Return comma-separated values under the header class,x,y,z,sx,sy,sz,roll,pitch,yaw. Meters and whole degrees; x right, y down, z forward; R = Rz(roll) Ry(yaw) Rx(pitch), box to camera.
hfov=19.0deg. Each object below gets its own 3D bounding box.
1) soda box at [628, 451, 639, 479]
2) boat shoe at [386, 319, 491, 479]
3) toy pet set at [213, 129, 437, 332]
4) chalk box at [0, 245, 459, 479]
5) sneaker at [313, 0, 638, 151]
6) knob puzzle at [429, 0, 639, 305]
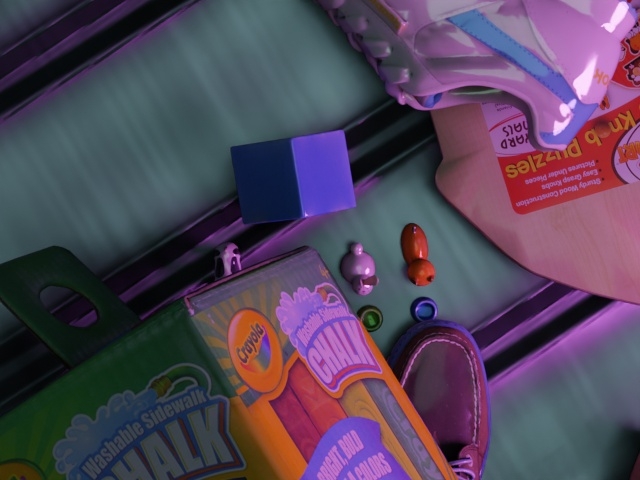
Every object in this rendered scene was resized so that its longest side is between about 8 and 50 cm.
class,x,y,z,sx,sy,sz,roll,pitch,yaw
soda box,0.179,0.201,1.049,0.058,0.061,0.181,21,91,-5
boat shoe,0.062,0.135,1.034,0.066,0.066,0.183,4,93,-6
toy pet set,0.000,0.000,1.023,0.122,0.065,0.114,-9,94,-5
chalk box,-0.057,0.121,0.935,0.179,0.180,0.289,-32,88,21
sneaker,0.044,-0.124,0.996,0.229,0.087,0.092,23,87,7
knob puzzle,0.154,-0.056,1.041,0.213,0.030,0.213,0,82,1
